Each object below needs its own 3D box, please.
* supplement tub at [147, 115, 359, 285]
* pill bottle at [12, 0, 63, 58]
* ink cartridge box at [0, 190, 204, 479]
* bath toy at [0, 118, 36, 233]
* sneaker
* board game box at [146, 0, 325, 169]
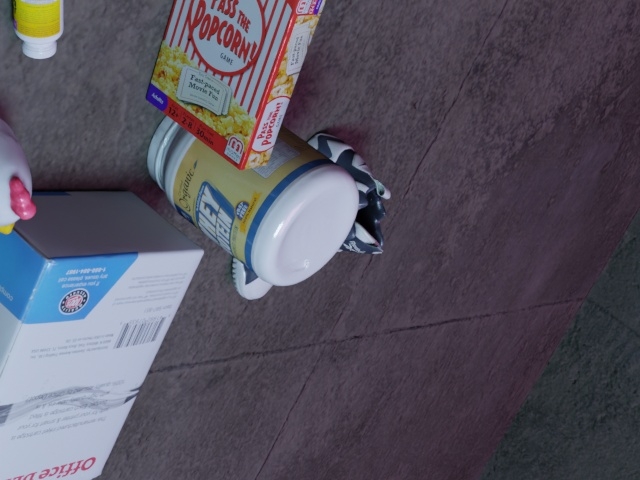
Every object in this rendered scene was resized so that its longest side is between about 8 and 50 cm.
[{"bbox_3d":[-0.074,-0.059,1.377,0.144,0.200,0.144,-37,148,-28],"label":"supplement tub"},{"bbox_3d":[-0.245,-0.200,1.120,0.043,0.043,0.083,-30,145,-36],"label":"pill bottle"},{"bbox_3d":[-0.286,0.110,1.325,0.223,0.129,0.307,-4,126,-56],"label":"ink cartridge box"},{"bbox_3d":[-0.380,0.013,1.072,0.348,0.129,0.151,-36,148,-31],"label":"bath toy"},{"bbox_3d":[0.000,0.000,1.609,0.235,0.153,0.094,-54,151,2],"label":"sneaker"},{"bbox_3d":[-0.086,-0.189,1.267,0.045,0.147,0.193,-16,134,-49],"label":"board game box"}]
